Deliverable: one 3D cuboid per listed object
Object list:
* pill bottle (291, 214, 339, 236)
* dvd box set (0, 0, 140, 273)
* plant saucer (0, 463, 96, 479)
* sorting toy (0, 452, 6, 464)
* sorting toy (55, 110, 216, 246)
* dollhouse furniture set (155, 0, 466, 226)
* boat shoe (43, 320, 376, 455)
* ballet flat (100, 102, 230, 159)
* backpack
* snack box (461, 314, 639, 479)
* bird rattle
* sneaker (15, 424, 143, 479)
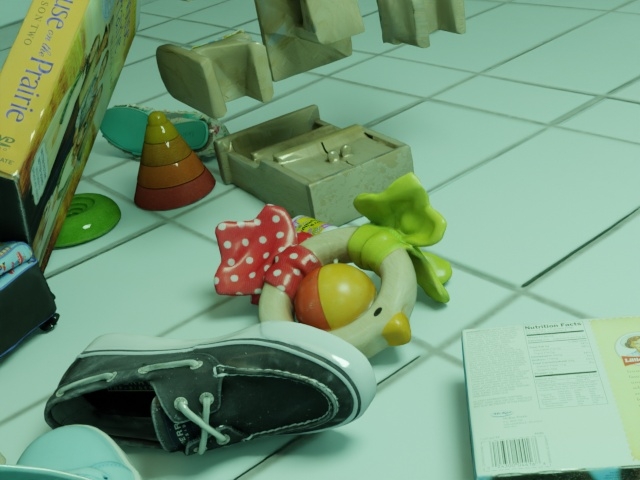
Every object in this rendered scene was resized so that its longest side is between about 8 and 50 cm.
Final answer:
[{"bbox_3d":[0.000,0.000,1.074,0.043,0.043,0.083,-30,34,-33],"label":"pill bottle"},{"bbox_3d":[-0.298,-0.189,1.087,0.062,0.307,0.420,16,64,-6],"label":"dvd box set"},{"bbox_3d":[-0.162,0.266,0.421,0.318,0.317,0.044,-29,-6,-32],"label":"plant saucer"},{"bbox_3d":[-0.398,0.227,0.639,0.257,0.089,0.255,-20,20,31],"label":"sorting toy"},{"bbox_3d":[-0.324,-0.080,1.251,0.366,0.126,0.127,-22,30,-22],"label":"sorting toy"},{"bbox_3d":[-0.034,-0.246,1.173,0.362,0.394,0.256,-24,30,-24],"label":"dollhouse furniture set"},{"bbox_3d":[-0.103,0.136,0.786,0.301,0.108,0.102,0,29,24],"label":"boat shoe"},{"bbox_3d":[-0.242,-0.165,1.455,0.241,0.091,0.077,13,5,30],"label":"ballet flat"},{"bbox_3d":[-0.401,0.071,1.002,0.173,0.116,0.158,3,29,30],"label":"backpack"},{"bbox_3d":[0.277,0.129,0.716,0.322,0.060,0.187,-6,28,9],"label":"snack box"},{"bbox_3d":[0.006,0.035,0.928,0.254,0.143,0.206,-8,44,10],"label":"bird rattle"},{"bbox_3d":[-0.186,0.215,0.615,0.135,0.150,0.366,-12,27,-6],"label":"sneaker"}]
